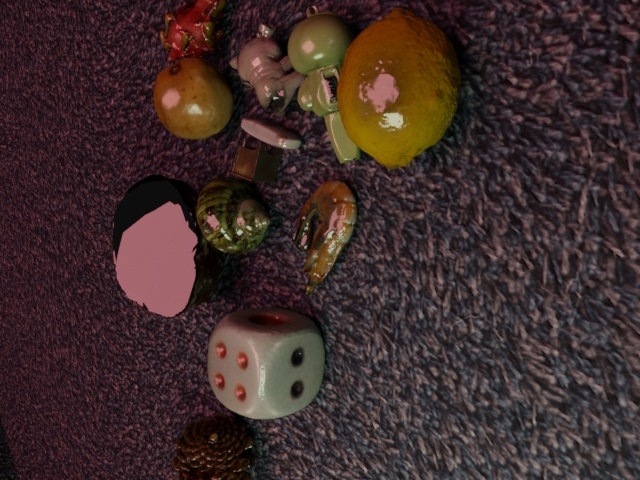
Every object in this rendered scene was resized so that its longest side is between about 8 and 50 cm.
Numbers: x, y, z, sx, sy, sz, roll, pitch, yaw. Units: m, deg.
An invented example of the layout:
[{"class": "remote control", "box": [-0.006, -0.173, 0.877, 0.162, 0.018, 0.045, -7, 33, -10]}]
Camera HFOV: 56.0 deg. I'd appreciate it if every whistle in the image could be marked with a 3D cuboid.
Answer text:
[{"class": "whistle", "box": [0.019, -0.302, 1.162, 0.141, 0.141, 0.293, 3, 114, 44]}]

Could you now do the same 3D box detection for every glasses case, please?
[{"class": "glasses case", "box": [-0.109, -0.235, 1.314, 0.164, 0.063, 0.041, 31, 118, 38]}]

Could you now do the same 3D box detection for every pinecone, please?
[{"class": "pinecone", "box": [-0.252, 0.533, 1.454, 0.208, 0.208, 0.207, 6, 99, 43]}]

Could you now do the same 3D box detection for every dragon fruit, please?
[{"class": "dragon fruit", "box": [-0.289, -0.501, 1.415, 0.207, 0.150, 0.133, -49, 30, 30]}]

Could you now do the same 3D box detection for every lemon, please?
[{"class": "lemon", "box": [0.127, -0.247, 0.990, 0.204, 0.204, 0.260, 12, 103, 42]}]

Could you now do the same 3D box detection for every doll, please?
[{"class": "doll", "box": [-0.118, -0.359, 1.289, 0.149, 0.095, 0.192, -47, 66, 39]}]

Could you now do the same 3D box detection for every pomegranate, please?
[{"class": "pomegranate", "box": [-0.294, -0.324, 1.411, 0.196, 0.196, 0.196, 6, 99, 43]}]

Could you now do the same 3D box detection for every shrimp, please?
[{"class": "shrimp", "box": [-0.009, -0.012, 1.248, 0.145, 0.059, 0.254, 47, 124, 33]}]

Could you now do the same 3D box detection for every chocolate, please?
[{"class": "chocolate", "box": [-0.355, 0.022, 1.478, 0.225, 0.210, 0.339, -12, 80, 14]}]

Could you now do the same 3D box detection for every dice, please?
[{"class": "dice", "box": [-0.116, 0.256, 1.287, 0.193, 0.194, 0.191, 11, 100, 41]}]

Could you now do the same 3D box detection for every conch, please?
[{"class": "conch", "box": [-0.194, -0.064, 1.363, 0.182, 0.124, 0.187, 15, 71, 4]}]

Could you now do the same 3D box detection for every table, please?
[{"class": "table", "box": [-0.140, -0.176, 1.339, 0.070, 0.083, 0.082, 23, 103, 37]}]
